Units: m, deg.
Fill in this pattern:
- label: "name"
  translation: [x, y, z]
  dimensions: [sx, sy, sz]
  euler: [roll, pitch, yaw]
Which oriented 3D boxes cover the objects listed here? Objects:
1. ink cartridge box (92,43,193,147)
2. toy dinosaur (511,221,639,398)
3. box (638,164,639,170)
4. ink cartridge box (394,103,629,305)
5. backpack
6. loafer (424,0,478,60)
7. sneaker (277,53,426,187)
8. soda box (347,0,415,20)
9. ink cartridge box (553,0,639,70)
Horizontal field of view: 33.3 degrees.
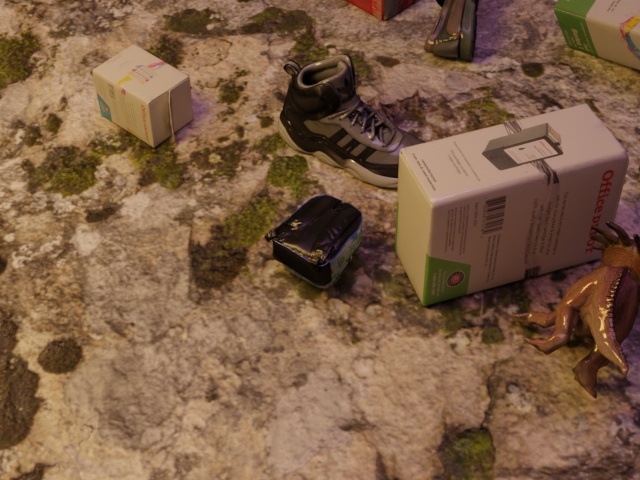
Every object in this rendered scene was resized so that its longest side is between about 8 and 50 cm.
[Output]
- label: "ink cartridge box"
  translation: [-0.266, -0.220, 1.655]
  dimensions: [0.143, 0.092, 0.090]
  euler: [32, 55, 25]
- label: "toy dinosaur"
  translation: [0.348, 0.069, 1.298]
  dimensions: [0.127, 0.295, 0.200]
  euler: [41, 98, 4]
- label: "box"
  translation: [0.561, -0.147, 1.610]
  dimensions: [0.136, 0.037, 0.225]
  euler: [16, 48, 15]
- label: "ink cartridge box"
  translation: [0.246, -0.046, 1.415]
  dimensions: [0.272, 0.198, 0.115]
  euler: [-14, 48, -12]
- label: "backpack"
  translation: [0.000, 0.000, 1.454]
  dimensions: [0.105, 0.084, 0.114]
  euler: [29, 59, 24]
- label: "loafer"
  translation: [0.227, -0.413, 1.825]
  dimensions: [0.084, 0.096, 0.268]
  euler: [2, 49, 10]
- label: "sneaker"
  translation: [0.055, -0.179, 1.570]
  dimensions: [0.268, 0.153, 0.101]
  euler: [21, 52, 19]
- label: "soda box"
  translation: [0.047, -0.493, 1.903]
  dimensions: [0.263, 0.083, 0.092]
  euler: [36, 58, 28]
- label: "ink cartridge box"
  translation: [0.548, -0.374, 1.693]
  dimensions: [0.278, 0.117, 0.201]
  euler: [29, 78, 36]
